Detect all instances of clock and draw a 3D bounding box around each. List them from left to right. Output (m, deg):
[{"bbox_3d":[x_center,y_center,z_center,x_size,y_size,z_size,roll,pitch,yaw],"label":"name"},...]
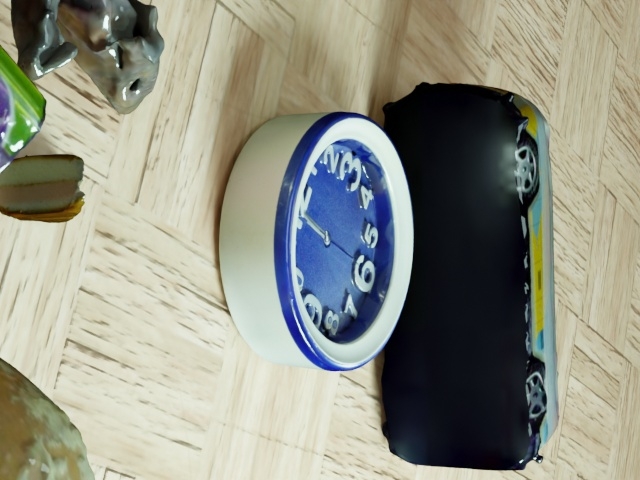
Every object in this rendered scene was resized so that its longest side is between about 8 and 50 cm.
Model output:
[{"bbox_3d":[0.000,0.000,1.300,0.230,0.083,0.231,-7,98,-57],"label":"clock"}]

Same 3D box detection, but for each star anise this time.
[{"bbox_3d":[-0.163,-0.198,0.989,0.257,0.110,0.199,27,68,-50],"label":"star anise"}]

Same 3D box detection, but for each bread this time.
[{"bbox_3d":[-0.194,-0.036,0.999,0.062,0.109,0.043,0,86,-16],"label":"bread"}]

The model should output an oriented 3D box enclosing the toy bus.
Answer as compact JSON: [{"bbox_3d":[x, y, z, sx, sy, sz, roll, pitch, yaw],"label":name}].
[{"bbox_3d":[0.155,0.029,1.492,0.162,0.171,0.387,-19,107,-68],"label":"toy bus"}]

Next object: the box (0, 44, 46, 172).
[{"bbox_3d":[-0.292,-0.147,0.767,0.134,0.097,0.345,-47,138,-9],"label":"box"}]

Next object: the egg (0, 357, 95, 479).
[{"bbox_3d":[-0.227,0.149,0.809,0.245,0.203,0.203,61,42,-30],"label":"egg"}]
